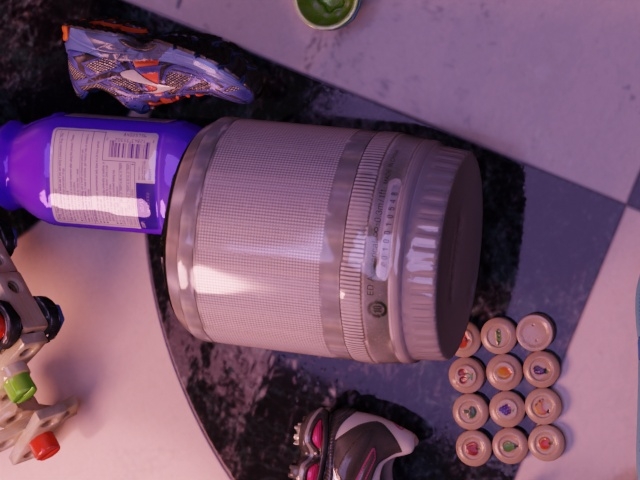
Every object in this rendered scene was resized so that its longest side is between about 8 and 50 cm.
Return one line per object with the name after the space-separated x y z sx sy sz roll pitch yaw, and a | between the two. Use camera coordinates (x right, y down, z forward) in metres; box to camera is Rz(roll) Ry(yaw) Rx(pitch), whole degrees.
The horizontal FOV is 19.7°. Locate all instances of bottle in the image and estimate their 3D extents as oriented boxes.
-0.251 -0.072 1.884 0.282 0.092 0.118 4 101 17 | bottle

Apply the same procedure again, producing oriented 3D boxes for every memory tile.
0.182 0.148 1.813 0.113 0.012 0.148 -5 93 17 | memory tile

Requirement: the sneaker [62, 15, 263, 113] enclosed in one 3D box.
-0.159 -0.168 1.865 0.221 0.083 0.087 15 112 21 | sneaker

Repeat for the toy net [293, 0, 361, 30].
-0.051 -0.299 1.828 0.232 0.045 0.122 26 102 14 | toy net

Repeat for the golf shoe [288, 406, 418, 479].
0.021 0.303 1.831 0.120 0.105 0.273 8 98 9 | golf shoe

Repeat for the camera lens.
0.000 0.000 1.747 0.274 0.219 0.219 6 97 17 | camera lens

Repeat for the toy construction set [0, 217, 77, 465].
-0.371 0.083 1.894 0.328 0.151 0.215 49 122 7 | toy construction set

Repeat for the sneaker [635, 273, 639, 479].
0.400 0.108 1.684 0.127 0.208 0.319 -7 73 60 | sneaker
